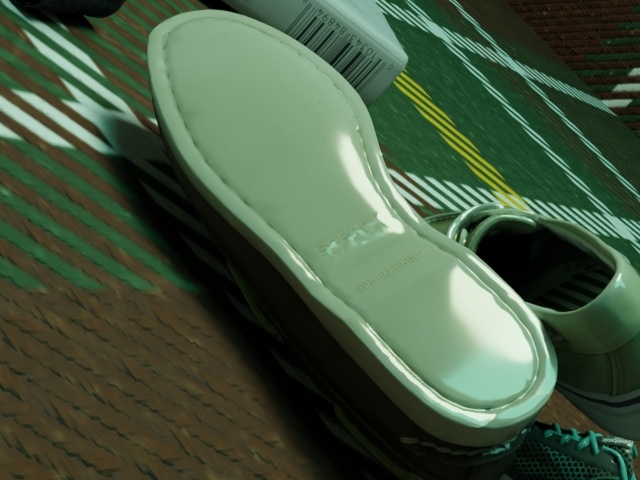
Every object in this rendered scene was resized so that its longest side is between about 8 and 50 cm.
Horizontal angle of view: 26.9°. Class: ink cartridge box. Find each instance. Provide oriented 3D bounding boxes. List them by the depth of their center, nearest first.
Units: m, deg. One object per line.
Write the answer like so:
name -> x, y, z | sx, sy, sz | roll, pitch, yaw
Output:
ink cartridge box -> -0.087, -0.294, 1.237 | 0.324, 0.071, 0.330 | 33, 18, -26

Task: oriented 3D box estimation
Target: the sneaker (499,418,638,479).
sneaker -> 0.146, 0.131, 0.776 | 0.166, 0.076, 0.065 | 44, 18, 3

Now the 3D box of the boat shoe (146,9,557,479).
boat shoe -> 0.000, 0.000, 0.733 | 0.117, 0.096, 0.324 | -25, 58, -27

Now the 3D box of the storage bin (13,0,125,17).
storage bin -> -0.179, -0.240, 0.843 | 0.180, 0.122, 0.084 | 47, 19, 12

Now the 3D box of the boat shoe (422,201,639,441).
boat shoe -> 0.118, 0.020, 0.779 | 0.094, 0.109, 0.302 | 54, -12, -23
